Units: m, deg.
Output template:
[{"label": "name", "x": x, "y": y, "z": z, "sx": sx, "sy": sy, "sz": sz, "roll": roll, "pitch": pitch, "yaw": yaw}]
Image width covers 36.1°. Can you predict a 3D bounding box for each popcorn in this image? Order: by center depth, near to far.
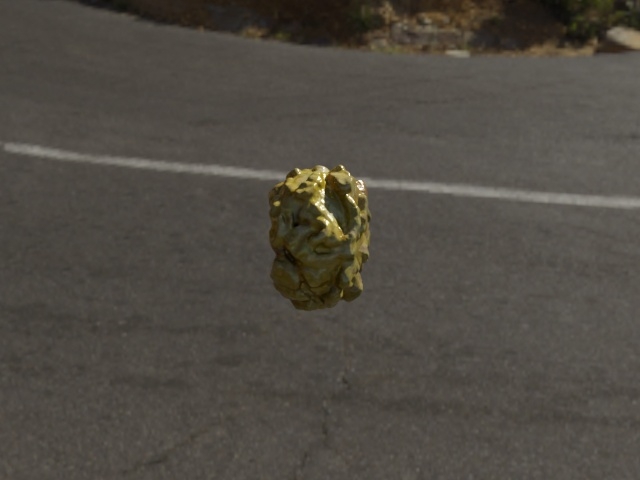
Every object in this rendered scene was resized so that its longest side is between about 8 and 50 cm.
[{"label": "popcorn", "x": 0.000, "y": 0.000, "z": 0.549, "sx": 0.057, "sy": 0.083, "sz": 0.082, "roll": -2, "pitch": 51, "yaw": 7}]
